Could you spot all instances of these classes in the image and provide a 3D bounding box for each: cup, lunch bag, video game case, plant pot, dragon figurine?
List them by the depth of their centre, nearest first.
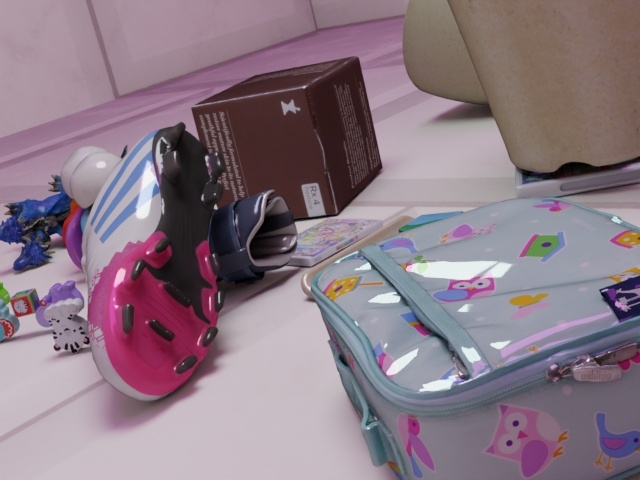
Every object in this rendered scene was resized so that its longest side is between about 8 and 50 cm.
[{"bbox_3d":[0.115,0.061,0.644,0.224,0.108,0.279,-16,16,-9],"label":"lunch bag"},{"bbox_3d":[0.284,-0.252,1.096,0.333,0.306,0.334,-15,15,4],"label":"plant pot"},{"bbox_3d":[0.000,0.000,1.116,0.087,0.011,0.122,4,24,45],"label":"video game case"},{"bbox_3d":[0.320,-0.096,1.155,0.183,0.023,0.201,-9,18,14],"label":"video game case"},{"bbox_3d":[-0.355,-0.044,1.420,0.289,0.085,0.144,-32,25,-35],"label":"dragon figurine"},{"bbox_3d":[0.322,-0.343,1.543,0.237,0.331,0.331,31,40,30],"label":"cup"}]

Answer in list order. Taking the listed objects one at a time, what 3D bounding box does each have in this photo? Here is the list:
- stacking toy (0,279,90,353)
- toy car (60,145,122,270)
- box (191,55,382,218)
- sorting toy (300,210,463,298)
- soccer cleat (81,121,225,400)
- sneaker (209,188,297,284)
[{"bbox_3d":[-0.314,0.080,1.051,0.221,0.052,0.167,-13,14,10],"label":"stacking toy"},{"bbox_3d":[-0.259,-0.024,1.221,0.136,0.159,0.182,-52,25,-6],"label":"toy car"},{"bbox_3d":[-0.037,-0.134,1.313,0.167,0.169,0.203,-6,17,24],"label":"box"},{"bbox_3d":[0.112,0.008,0.949,0.208,0.038,0.193,2,22,43],"label":"sorting toy"},{"bbox_3d":[-0.166,0.030,0.919,0.143,0.116,0.331,-33,33,28],"label":"soccer cleat"},{"bbox_3d":[-0.102,-0.014,1.087,0.163,0.086,0.226,-22,24,12],"label":"sneaker"}]
